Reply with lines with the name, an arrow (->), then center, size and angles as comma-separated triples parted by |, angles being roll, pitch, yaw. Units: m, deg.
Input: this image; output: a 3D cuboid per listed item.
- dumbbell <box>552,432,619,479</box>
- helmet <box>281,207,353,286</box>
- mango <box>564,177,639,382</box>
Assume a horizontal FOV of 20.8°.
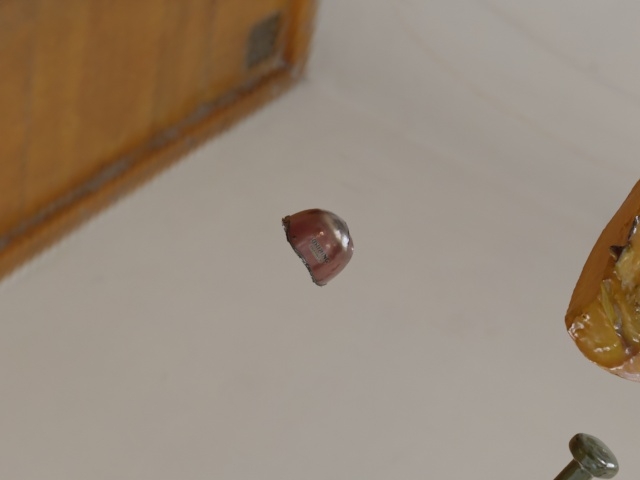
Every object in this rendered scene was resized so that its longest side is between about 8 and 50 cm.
dumbbell -> 0.213, 0.225, 1.553 | 0.052, 0.046, 0.118 | 17, 120, -44
helmet -> 0.001, -0.001, 1.446 | 0.049, 0.065, 0.084 | -33, -163, 1
mango -> 0.289, 0.019, 1.376 | 0.252, 0.154, 0.126 | -36, 172, -43
